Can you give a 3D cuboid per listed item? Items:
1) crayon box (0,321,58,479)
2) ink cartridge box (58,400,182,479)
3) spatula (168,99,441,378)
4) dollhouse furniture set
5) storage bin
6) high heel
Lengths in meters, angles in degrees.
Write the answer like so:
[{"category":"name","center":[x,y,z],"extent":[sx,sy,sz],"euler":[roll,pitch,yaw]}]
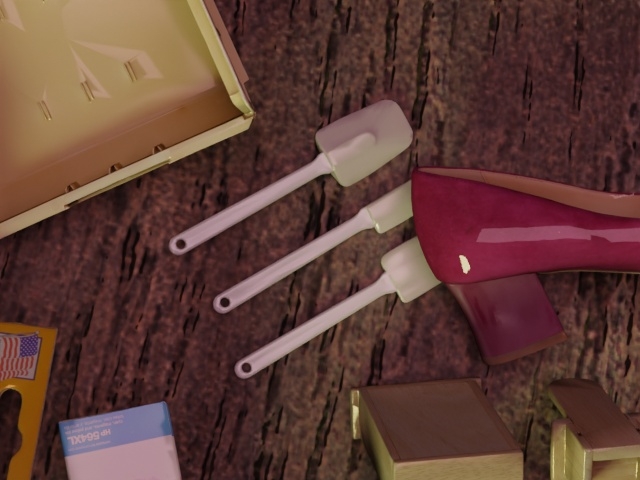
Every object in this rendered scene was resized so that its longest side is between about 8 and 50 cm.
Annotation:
[{"category":"crayon box","center":[-0.378,0.152,1.399],"extent":[0.322,0.083,0.203],"euler":[8,63,-2]},{"category":"ink cartridge box","center":[-0.157,0.211,1.469],"extent":[0.089,0.092,0.143],"euler":[-10,84,-8]},{"category":"spatula","center":[0.000,0.000,1.556],"extent":[0.242,0.019,0.168],"euler":[-29,93,-10]},{"category":"dollhouse furniture set","center":[0.116,0.310,1.514],"extent":[0.303,0.174,0.356],"euler":[-5,107,-7]},{"category":"storage bin","center":[-0.217,-0.161,1.447],"extent":[0.262,0.123,0.260],"euler":[-24,96,5]},{"category":"high heel","center":[0.269,-0.047,1.529],"extent":[0.377,0.127,0.181],"euler":[-25,102,-7]}]
